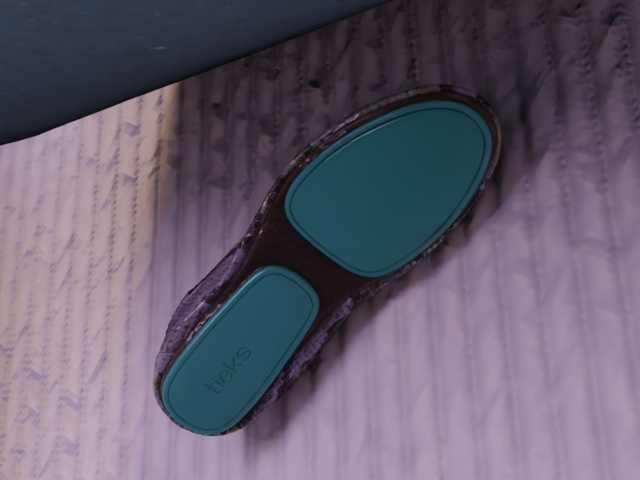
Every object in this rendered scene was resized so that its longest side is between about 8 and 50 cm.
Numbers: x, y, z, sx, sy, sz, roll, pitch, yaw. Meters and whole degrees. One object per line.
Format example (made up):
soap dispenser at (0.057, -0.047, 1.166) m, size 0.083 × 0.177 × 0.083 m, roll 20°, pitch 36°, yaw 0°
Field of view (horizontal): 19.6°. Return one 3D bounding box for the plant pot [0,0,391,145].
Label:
plant pot at (-0.053, -0.176, 0.425) m, size 0.334 × 0.341 × 0.341 m, roll -22°, pitch 49°, yaw 56°

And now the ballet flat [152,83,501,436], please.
ballet flat at (0.000, 0.000, 0.458) m, size 0.114 × 0.041 × 0.041 m, roll -46°, pitch 35°, yaw 20°
